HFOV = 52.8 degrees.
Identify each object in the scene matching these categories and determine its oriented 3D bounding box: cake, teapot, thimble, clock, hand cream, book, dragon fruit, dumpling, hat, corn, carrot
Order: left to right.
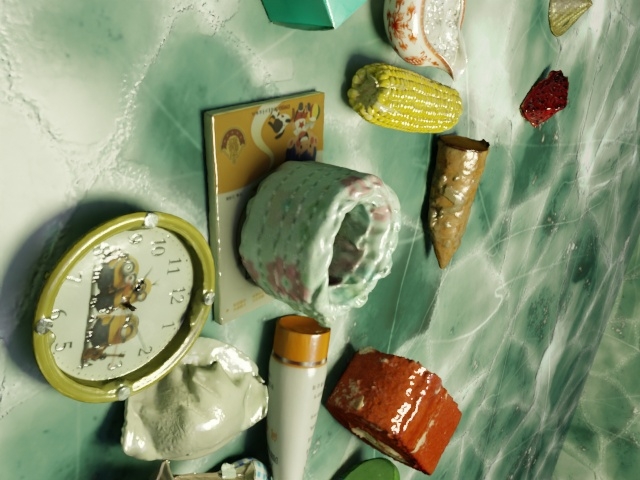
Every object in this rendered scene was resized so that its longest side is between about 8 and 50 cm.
[{"bbox_3d":[-0.225,0.071,0.738,0.237,0.057,0.237,-27,128,-40],"label":"clock"},{"bbox_3d":[-0.167,0.204,0.841,0.181,0.111,0.155,4,73,-57],"label":"dumpling"},{"bbox_3d":[-0.071,-0.048,0.900,0.208,0.020,0.295,-24,124,-44],"label":"book"},{"bbox_3d":[-0.045,0.276,1.018,0.089,0.140,0.314,3,100,-14],"label":"hand cream"},{"bbox_3d":[0.000,0.000,0.871,0.185,0.149,0.211,27,85,-55],"label":"thimble"},{"bbox_3d":[0.134,0.307,1.181,0.151,0.177,0.283,-56,139,-16],"label":"cake"},{"bbox_3d":[0.140,-0.218,1.016,0.244,0.093,0.093,-2,108,-50],"label":"corn"},{"bbox_3d":[0.155,-0.355,0.959,0.159,0.116,0.245,-42,139,-13],"label":"teapot"},{"bbox_3d":[0.251,-0.067,1.223,0.102,0.102,0.263,-18,121,-45],"label":"carrot"},{"bbox_3d":[0.504,-0.317,1.439,0.063,0.097,0.131,58,42,-50],"label":"dragon fruit"},{"bbox_3d":[0.563,-0.518,1.412,0.146,0.067,0.146,-25,125,-42],"label":"hat"}]

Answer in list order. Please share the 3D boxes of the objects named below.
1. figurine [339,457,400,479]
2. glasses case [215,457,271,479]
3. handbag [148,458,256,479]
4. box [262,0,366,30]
[{"bbox_3d":[0.097,0.545,1.307,0.185,0.127,0.234,-36,146,-19],"label":"figurine"},{"bbox_3d":[-0.195,0.440,0.927,0.327,0.076,0.125,-29,124,-40],"label":"glasses case"},{"bbox_3d":[-0.169,0.410,0.816,0.182,0.117,0.270,21,81,-50],"label":"handbag"},{"bbox_3d":[-0.008,-0.424,0.722,0.205,0.118,0.311,-50,139,-26],"label":"box"}]
